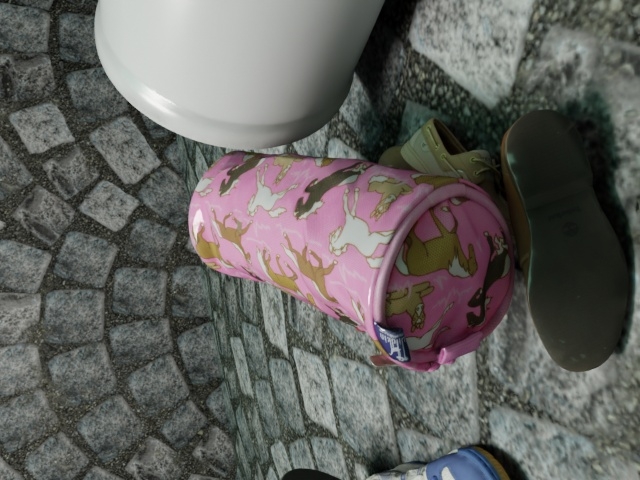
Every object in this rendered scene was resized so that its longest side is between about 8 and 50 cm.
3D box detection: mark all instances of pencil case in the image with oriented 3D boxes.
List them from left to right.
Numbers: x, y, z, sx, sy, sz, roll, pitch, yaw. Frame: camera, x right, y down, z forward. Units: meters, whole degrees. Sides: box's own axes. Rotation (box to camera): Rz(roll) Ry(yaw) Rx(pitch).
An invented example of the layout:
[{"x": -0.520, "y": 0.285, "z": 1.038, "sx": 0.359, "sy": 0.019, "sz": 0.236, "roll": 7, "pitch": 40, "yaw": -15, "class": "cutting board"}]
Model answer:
[{"x": 0.000, "y": 0.000, "z": 0.577, "sx": 0.386, "sy": 0.160, "sz": 0.167, "roll": 20, "pitch": 78, "yaw": 52, "class": "pencil case"}]

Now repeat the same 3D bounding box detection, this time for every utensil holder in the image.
[{"x": -0.060, "y": -0.338, "z": 0.565, "sx": 0.327, "sy": 0.328, "sz": 0.385, "roll": 69, "pitch": 153, "yaw": 23, "class": "utensil holder"}]

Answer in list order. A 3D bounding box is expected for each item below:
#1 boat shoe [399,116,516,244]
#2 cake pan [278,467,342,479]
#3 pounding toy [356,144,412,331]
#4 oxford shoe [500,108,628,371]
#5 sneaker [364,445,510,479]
[{"x": 0.142, "y": -0.065, "z": 0.541, "sx": 0.170, "sy": 0.063, "sz": 0.059, "roll": 53, "pitch": 122, "yaw": 37, "class": "boat shoe"}, {"x": 0.037, "y": 0.430, "z": 0.785, "sx": 0.054, "sy": 0.293, "sz": 0.293, "roll": -59, "pitch": 31, "yaw": 3, "class": "cake pan"}, {"x": 0.078, "y": 0.023, "z": 0.666, "sx": 0.236, "sy": 0.110, "sz": 0.183, "roll": 100, "pitch": 150, "yaw": -41, "class": "pounding toy"}, {"x": 0.196, "y": 0.001, "z": 0.458, "sx": 0.076, "sy": 0.076, "sz": 0.212, "roll": -35, "pitch": -67, "yaw": -82, "class": "oxford shoe"}, {"x": 0.121, "y": 0.333, "z": 0.680, "sx": 0.296, "sy": 0.131, "sz": 0.111, "roll": 122, "pitch": 135, "yaw": -57, "class": "sneaker"}]
